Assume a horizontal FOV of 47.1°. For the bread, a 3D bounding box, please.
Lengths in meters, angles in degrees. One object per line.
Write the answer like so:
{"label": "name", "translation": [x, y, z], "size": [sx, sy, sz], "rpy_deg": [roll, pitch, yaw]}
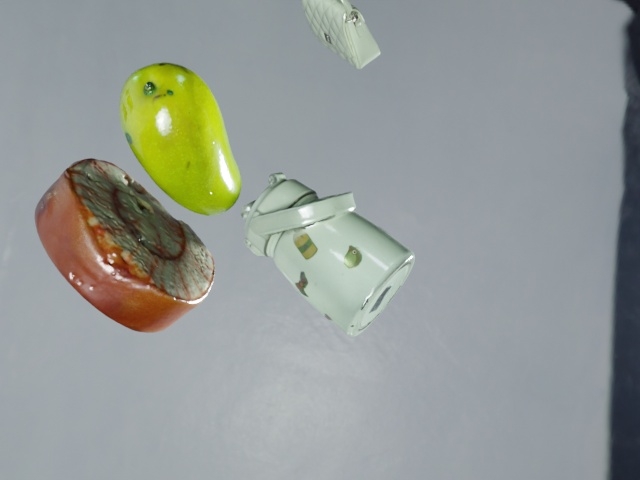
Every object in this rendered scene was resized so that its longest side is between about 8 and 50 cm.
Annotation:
{"label": "bread", "translation": [-0.339, 0.008, 1.286], "size": [0.114, 0.328, 0.295], "rpy_deg": [-39, -163, 17]}

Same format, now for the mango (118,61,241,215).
{"label": "mango", "translation": [-0.206, -0.145, 1.137], "size": [0.293, 0.142, 0.175], "rpy_deg": [63, 19, -51]}

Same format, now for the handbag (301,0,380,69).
{"label": "handbag", "translation": [0.025, -0.522, 1.684], "size": [0.256, 0.079, 0.219], "rpy_deg": [49, -6, 48]}

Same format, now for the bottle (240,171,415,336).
{"label": "bottle", "translation": [0.000, 0.000, 1.464], "size": [0.229, 0.351, 0.229], "rpy_deg": [-45, 162, -19]}
